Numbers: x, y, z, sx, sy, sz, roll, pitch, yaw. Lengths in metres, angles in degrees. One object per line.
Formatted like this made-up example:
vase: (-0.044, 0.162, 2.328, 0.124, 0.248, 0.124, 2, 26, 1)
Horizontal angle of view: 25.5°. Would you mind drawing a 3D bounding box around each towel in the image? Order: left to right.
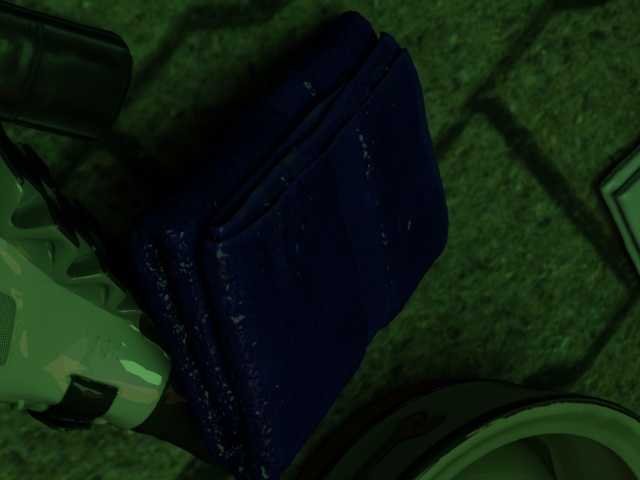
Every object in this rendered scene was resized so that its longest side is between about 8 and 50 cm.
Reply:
towel: (0.000, 0.000, 0.998, 0.308, 0.076, 0.228, -50, 130, -45)

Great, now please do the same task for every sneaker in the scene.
sneaker: (-0.178, 0.068, 0.960, 0.146, 0.122, 0.330, -37, 128, 3)

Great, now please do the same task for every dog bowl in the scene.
dog bowl: (0.121, 0.301, 1.206, 0.408, 0.150, 0.408, -12, 111, -32)

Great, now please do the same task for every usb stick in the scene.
usb stick: (-0.244, -0.124, 0.885, 0.278, 0.045, 0.077, 12, 104, -37)

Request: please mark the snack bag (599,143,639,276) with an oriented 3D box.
snack bag: (0.439, -0.049, 1.390, 0.342, 0.037, 0.323, -45, 125, -15)
